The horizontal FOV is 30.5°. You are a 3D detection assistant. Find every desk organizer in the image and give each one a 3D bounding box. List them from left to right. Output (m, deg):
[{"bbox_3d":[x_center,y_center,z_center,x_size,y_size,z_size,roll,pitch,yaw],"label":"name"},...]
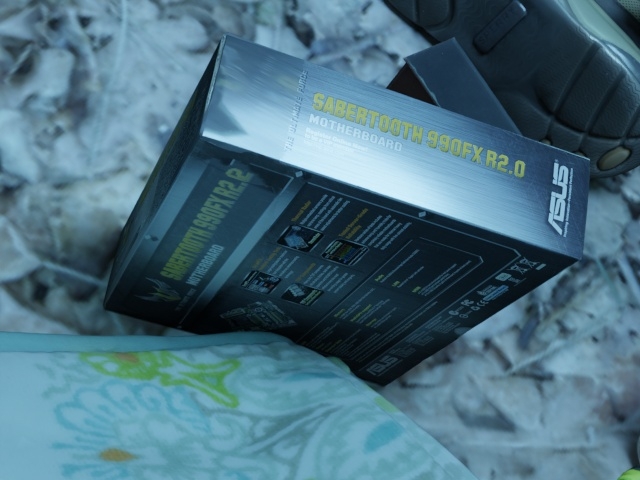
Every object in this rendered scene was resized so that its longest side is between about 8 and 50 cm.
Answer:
[{"bbox_3d":[0.099,-0.065,0.786,0.047,0.050,0.130,-27,78,-31],"label":"desk organizer"}]

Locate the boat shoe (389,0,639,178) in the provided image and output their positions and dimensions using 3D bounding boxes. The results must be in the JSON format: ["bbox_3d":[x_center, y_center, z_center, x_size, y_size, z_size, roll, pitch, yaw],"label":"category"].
[{"bbox_3d":[0.130,-0.207,0.839,0.130,0.132,0.355,-37,92,-42],"label":"boat shoe"}]

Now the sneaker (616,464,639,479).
[{"bbox_3d":[0.147,0.283,0.558,0.147,0.145,0.384,22,56,21],"label":"sneaker"}]

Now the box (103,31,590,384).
[{"bbox_3d":[0.000,0.000,0.607,0.183,0.231,0.056,17,63,-13],"label":"box"}]

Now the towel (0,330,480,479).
[{"bbox_3d":[-0.087,0.135,0.464,0.374,0.090,0.320,0,22,-31],"label":"towel"}]

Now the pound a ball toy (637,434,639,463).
[{"bbox_3d":[0.345,0.077,0.793,0.319,0.135,0.208,-21,50,-29],"label":"pound a ball toy"}]
